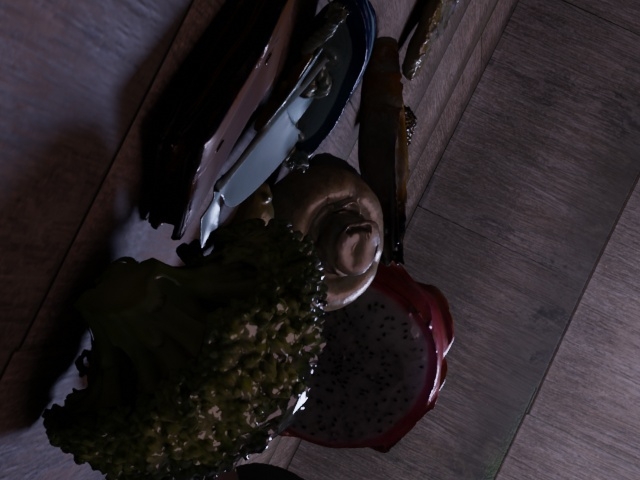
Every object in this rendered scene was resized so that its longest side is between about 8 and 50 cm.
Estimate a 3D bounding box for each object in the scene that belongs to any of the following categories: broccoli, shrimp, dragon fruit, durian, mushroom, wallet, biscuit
[{"bbox_3d":[-0.105,0.087,0.953,0.198,0.226,0.176,-86,174,-52],"label":"broccoli"},{"bbox_3d":[0.078,-0.103,1.542,0.164,0.062,0.317,81,7,-65],"label":"shrimp"},{"bbox_3d":[0.046,0.134,1.713,0.189,0.291,0.290,-62,176,-65],"label":"dragon fruit"},{"bbox_3d":[0.092,-0.157,1.762,0.080,0.080,0.091,-54,167,-52],"label":"durian"},{"bbox_3d":[0.000,0.000,1.394,0.127,0.166,0.166,17,-102,57],"label":"mushroom"},{"bbox_3d":[-0.076,-0.111,0.974,0.195,0.042,0.161,-64,180,-27],"label":"wallet"},{"bbox_3d":[0.185,-0.366,1.836,0.141,0.038,0.290,106,11,-50],"label":"biscuit"}]

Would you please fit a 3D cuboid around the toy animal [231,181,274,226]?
[{"bbox_3d":[-0.086,0.041,1.247,0.218,0.103,0.101,-61,155,-7],"label":"toy animal"}]

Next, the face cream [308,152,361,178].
[{"bbox_3d":[-0.042,0.024,1.505,0.269,0.073,0.107,-59,163,-21],"label":"face cream"}]

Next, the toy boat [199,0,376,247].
[{"bbox_3d":[-0.032,-0.097,1.139,0.291,0.067,0.220,-61,177,-42],"label":"toy boat"}]

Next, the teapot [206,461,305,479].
[{"bbox_3d":[-0.133,0.389,1.475,0.300,0.253,0.344,71,20,-3],"label":"teapot"}]
